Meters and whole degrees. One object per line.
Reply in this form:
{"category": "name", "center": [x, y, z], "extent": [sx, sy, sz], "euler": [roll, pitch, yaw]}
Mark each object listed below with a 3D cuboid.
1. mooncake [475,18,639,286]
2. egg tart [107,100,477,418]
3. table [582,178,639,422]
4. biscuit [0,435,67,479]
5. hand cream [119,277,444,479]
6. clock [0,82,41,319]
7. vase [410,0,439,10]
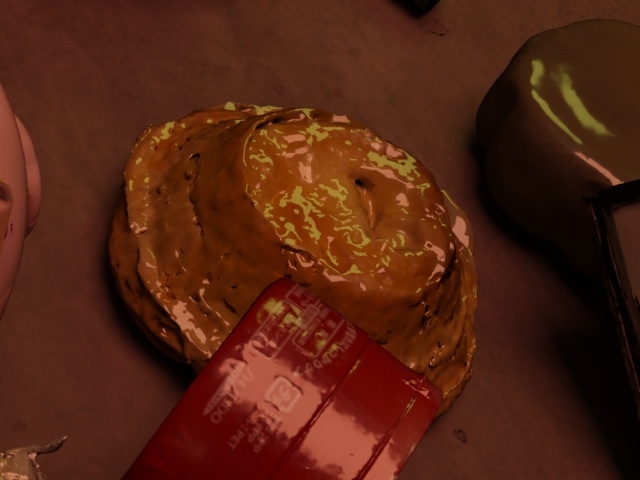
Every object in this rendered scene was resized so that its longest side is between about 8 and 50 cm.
{"category": "mooncake", "center": [0.270, -0.077, 1.654], "extent": [0.275, 0.135, 0.275], "euler": [15, 44, -15]}
{"category": "egg tart", "center": [-0.004, -0.001, 1.441], "extent": [0.341, 0.129, 0.341], "euler": [15, 46, -16]}
{"category": "table", "center": [0.409, 0.082, 1.408], "extent": [0.222, 0.272, 0.335], "euler": [-14, 89, -36]}
{"category": "biscuit", "center": [-0.289, 0.213, 1.132], "extent": [0.309, 0.079, 0.186], "euler": [0, 51, -31]}
{"category": "hand cream", "center": [-0.036, 0.147, 1.227], "extent": [0.149, 0.230, 0.230], "euler": [39, 45, 0]}
{"category": "clock", "center": [-0.379, -0.035, 1.162], "extent": [0.368, 0.250, 0.377], "euler": [-10, 41, -40]}
{"category": "vase", "center": [0.038, -0.307, 1.768], "extent": [0.211, 0.060, 0.060], "euler": [38, 45, 6]}
